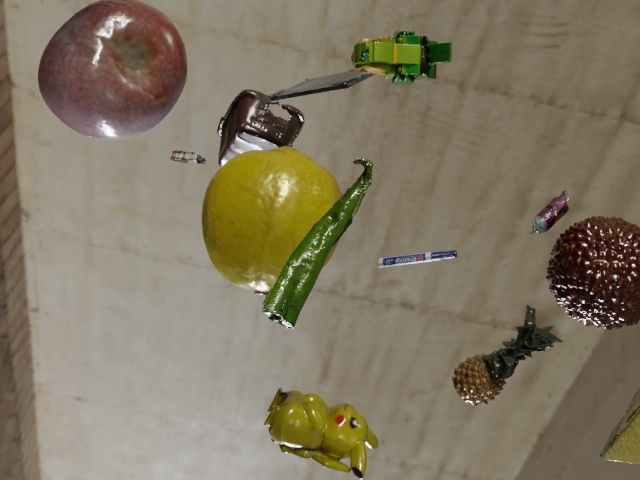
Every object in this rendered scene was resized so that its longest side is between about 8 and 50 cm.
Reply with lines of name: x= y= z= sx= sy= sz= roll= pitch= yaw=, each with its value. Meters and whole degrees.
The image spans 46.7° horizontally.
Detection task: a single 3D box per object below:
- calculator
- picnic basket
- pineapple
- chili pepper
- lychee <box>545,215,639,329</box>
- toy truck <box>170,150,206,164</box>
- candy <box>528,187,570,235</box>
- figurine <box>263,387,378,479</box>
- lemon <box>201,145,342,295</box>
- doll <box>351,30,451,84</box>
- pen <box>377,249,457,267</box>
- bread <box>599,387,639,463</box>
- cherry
calculator: x=0.013 y=-0.379 z=1.788 sx=0.161 sy=0.262 sz=0.021 roll=-34 pitch=115 yaw=-41
picnic basket: x=-0.183 y=-0.281 z=2.108 sx=0.297 sy=0.223 sz=0.129 roll=138 pitch=-32 yaw=-61
pineapple: x=0.409 y=0.265 z=1.662 sx=0.277 sy=0.130 sz=0.118 roll=-51 pitch=-138 yaw=37
chili pepper: x=0.000 y=0.000 z=1.420 sx=0.076 sy=0.085 sz=0.359 roll=12 pitch=-112 yaw=55
lychee: x=0.652 y=0.074 z=1.694 sx=0.264 sy=0.300 sz=0.264 roll=-14 pitch=-107 yaw=51
toy truck: x=-0.293 y=-0.182 z=1.642 sx=0.032 sy=0.083 sz=0.024 roll=38 pitch=63 yaw=-59
candy: x=0.537 y=-0.061 z=1.722 sx=0.175 sy=0.043 sz=0.045 roll=-41 pitch=144 yaw=-24
figurine: x=0.007 y=0.521 z=2.022 sx=0.218 sy=0.327 sz=0.169 roll=-68 pitch=169 yaw=-75
lemon: x=-0.109 y=-0.046 z=1.684 sx=0.348 sy=0.348 sz=0.347 roll=-168 pitch=-90 yaw=-88
doll: x=0.157 y=-0.371 z=1.497 sx=0.134 sy=0.187 sz=0.106 roll=-131 pitch=-137 yaw=-83
pen: x=0.233 y=0.044 z=1.794 sx=0.025 sy=0.204 sz=0.025 roll=21 pitch=65 yaw=-56
bread: x=0.903 y=0.341 z=1.940 sx=0.346 sy=0.242 sz=0.404 roll=-26 pitch=114 yaw=-44
cherry: x=-0.333 y=-0.263 z=1.180 sx=0.239 sy=0.206 sz=0.239 roll=-45 pitch=-155 yaw=28
